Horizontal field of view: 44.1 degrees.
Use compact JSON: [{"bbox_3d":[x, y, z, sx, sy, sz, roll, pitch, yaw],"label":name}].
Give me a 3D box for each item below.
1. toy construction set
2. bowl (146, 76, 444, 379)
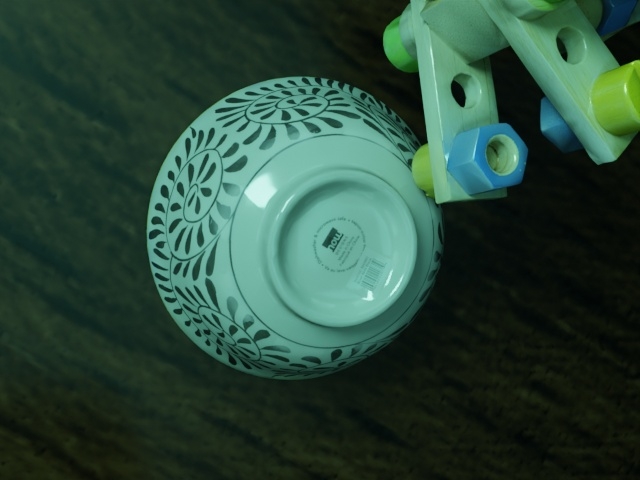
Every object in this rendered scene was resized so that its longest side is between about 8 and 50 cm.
[{"bbox_3d":[0.079,-0.199,0.352,0.215,0.151,0.327,-34,115,-25],"label":"toy construction set"},{"bbox_3d":[0.000,0.000,0.402,0.170,0.080,0.170,-2,98,-16],"label":"bowl"}]
